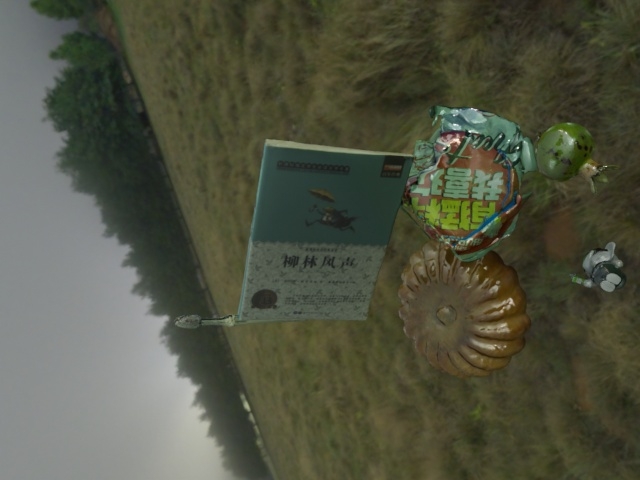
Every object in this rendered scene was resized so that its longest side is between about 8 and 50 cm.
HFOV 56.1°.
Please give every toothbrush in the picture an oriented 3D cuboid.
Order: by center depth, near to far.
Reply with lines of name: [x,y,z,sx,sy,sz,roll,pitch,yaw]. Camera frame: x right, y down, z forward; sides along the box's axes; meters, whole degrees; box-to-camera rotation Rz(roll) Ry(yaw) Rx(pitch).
toothbrush: [-0.152,0.160,1.216,0.028,0.294,0.026,-38,57,46]

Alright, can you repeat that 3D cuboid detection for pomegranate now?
pomegranate: [0.659,-0.212,1.564,0.220,0.156,0.156,36,164,3]

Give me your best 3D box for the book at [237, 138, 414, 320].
book: [0.000,0.000,1.087,0.031,0.264,0.379,-109,26,-52]

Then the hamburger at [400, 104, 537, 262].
hamburger: [0.279,-0.117,1.179,0.260,0.276,0.150,30,-176,0]

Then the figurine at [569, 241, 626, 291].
figurine: [0.826,0.081,1.762,0.192,0.126,0.147,-57,-13,-64]

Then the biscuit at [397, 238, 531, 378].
biscuit: [0.296,0.153,1.326,0.325,0.107,0.326,12,108,44]
